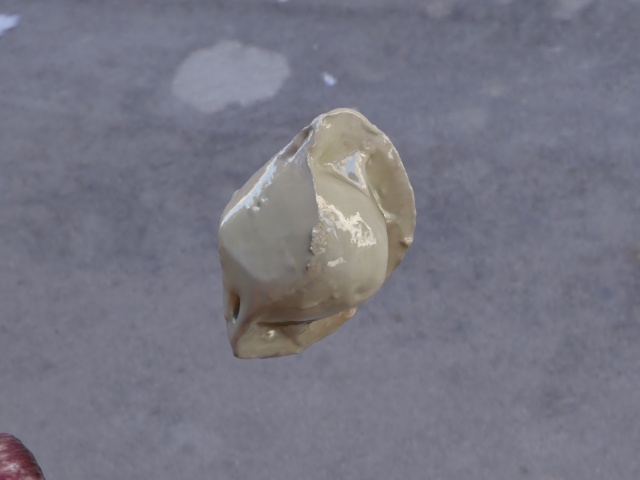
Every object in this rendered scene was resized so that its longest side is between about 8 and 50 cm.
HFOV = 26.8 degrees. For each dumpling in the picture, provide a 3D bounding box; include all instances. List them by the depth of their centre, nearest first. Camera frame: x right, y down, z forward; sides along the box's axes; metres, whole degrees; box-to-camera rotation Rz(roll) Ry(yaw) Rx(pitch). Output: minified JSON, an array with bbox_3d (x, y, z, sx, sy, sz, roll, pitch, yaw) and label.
[{"bbox_3d":[-0.002,-0.001,0.430,0.052,0.076,0.057,-5,-4,31],"label":"dumpling"}]

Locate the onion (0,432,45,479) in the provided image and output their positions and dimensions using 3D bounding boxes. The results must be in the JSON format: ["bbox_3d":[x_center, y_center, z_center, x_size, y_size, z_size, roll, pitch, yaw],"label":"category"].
[{"bbox_3d":[-0.267,0.251,0.908,0.111,0.250,0.247,4,7,-28],"label":"onion"}]
